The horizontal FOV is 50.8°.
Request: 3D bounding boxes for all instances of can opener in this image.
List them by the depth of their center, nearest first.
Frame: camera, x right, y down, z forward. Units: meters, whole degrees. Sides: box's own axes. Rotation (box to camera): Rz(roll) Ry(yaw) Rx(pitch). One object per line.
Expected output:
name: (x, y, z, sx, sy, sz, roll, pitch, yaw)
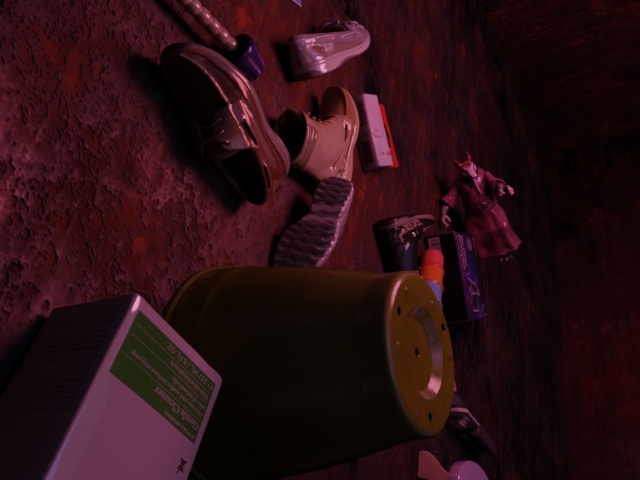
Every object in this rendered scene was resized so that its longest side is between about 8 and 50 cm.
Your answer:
can opener: (0.427, 0.526, 1.910, 0.280, 0.074, 0.093, 52, 37, -37)

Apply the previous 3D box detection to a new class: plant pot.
plant pot: (0.001, 0.190, 1.036, 0.366, 0.352, 0.367, 29, 55, -52)

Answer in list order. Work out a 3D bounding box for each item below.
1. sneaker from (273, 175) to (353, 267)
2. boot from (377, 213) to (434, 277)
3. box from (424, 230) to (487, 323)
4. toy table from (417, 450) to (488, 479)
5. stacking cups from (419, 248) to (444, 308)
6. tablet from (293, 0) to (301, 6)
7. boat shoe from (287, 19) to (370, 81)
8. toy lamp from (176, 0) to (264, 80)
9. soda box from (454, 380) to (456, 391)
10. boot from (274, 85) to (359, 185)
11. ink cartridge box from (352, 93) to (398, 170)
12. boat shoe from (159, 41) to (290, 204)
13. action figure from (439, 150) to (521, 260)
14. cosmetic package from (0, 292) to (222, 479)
sneaker: (0.000, 0.000, 1.354, 0.281, 0.105, 0.115, -56, 155, -37)
boot: (0.236, 0.023, 1.769, 0.236, 0.085, 0.179, -8, 88, -54)
box: (0.406, 0.112, 2.009, 0.184, 0.103, 0.262, 6, 74, -62)
toy table: (0.296, 0.612, 1.570, 0.274, 0.160, 0.252, 57, 35, -32)
stacking cups: (0.294, 0.156, 1.807, 0.096, 0.096, 0.316, 56, 36, -32)
tablet: (-0.070, -0.579, 1.553, 0.083, 0.006, 0.054, 12, 69, -59)
boat shoe: (0.021, -0.460, 1.558, 0.320, 0.118, 0.103, -46, 123, -48)
toy lamp: (-0.198, -0.386, 1.193, 0.274, 0.080, 0.080, 43, 45, -44)
soda box: (0.313, 0.324, 1.811, 0.061, 0.058, 0.182, -6, 85, -60)
boot: (-0.008, -0.248, 1.447, 0.203, 0.095, 0.262, 28, 62, -52)
ink cartridge box: (0.162, -0.286, 1.791, 0.232, 0.066, 0.189, -15, 92, -56)
boat shoe: (-0.159, -0.189, 1.145, 0.324, 0.123, 0.117, 50, 42, -36)
action figure: (0.521, -0.124, 2.147, 0.370, 0.248, 0.276, 68, 30, -22)
cosmetic package: (-0.270, 0.265, 0.745, 0.197, 0.155, 0.366, 55, 36, -38)
